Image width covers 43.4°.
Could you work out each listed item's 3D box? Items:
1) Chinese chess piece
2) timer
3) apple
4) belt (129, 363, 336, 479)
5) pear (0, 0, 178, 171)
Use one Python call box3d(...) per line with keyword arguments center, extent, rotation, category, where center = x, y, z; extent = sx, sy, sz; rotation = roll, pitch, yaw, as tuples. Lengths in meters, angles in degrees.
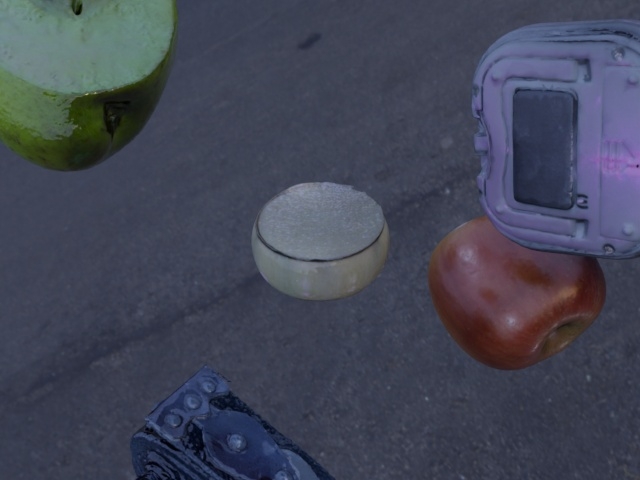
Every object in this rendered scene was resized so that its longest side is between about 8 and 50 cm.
box3d(center=(0.000, 0.000, 0.708), extent=(0.122, 0.051, 0.122), rotation=(-1, 37, 1), category="Chinese chess piece")
box3d(center=(0.224, -0.085, 0.708), extent=(0.191, 0.208, 0.069), rotation=(8, 27, 40), category="timer")
box3d(center=(0.215, 0.049, 0.913), extent=(0.199, 0.199, 0.199), rotation=(-22, 37, 18), category="apple")
box3d(center=(-0.081, 0.240, 0.747), extent=(0.128, 0.218, 0.122), rotation=(-41, -16, -51), category="belt")
box3d(center=(-0.316, -0.209, 1.064), extent=(0.286, 0.176, 0.281), rotation=(-9, 54, -20), category="pear")
